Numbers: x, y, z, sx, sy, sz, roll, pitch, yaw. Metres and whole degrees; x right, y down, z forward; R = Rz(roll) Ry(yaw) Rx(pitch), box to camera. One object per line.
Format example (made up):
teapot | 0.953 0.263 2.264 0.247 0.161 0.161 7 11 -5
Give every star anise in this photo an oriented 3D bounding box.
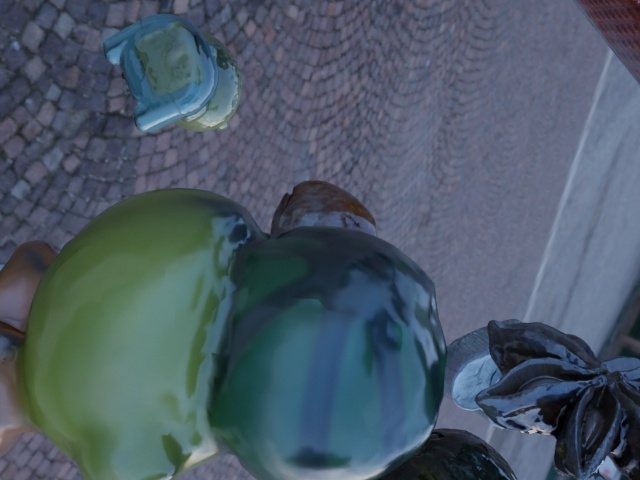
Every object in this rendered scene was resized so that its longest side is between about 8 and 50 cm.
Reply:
star anise | 0.228 0.141 0.669 0.197 0.212 0.073 -46 155 -61

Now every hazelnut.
hazelnut | 0.000 0.000 1.036 0.143 0.143 0.154 56 48 -63

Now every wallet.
wallet | 0.232 -0.214 0.685 0.020 0.196 0.103 -30 147 10

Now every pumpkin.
pumpkin | 0.075 0.260 0.722 0.223 0.157 0.224 -30 165 -9

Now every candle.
candle | 0.278 0.203 1.274 0.192 0.068 0.168 29 94 -31

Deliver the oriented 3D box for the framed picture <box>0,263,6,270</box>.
framed picture | -0.565 0.041 1.107 0.211 0.289 0.020 8 82 -66

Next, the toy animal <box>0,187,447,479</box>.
toy animal | -0.080 0.064 0.550 0.216 0.338 0.191 -82 175 -53

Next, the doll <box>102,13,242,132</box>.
doll | -0.221 -0.266 1.310 0.161 0.177 0.260 -26 179 8
